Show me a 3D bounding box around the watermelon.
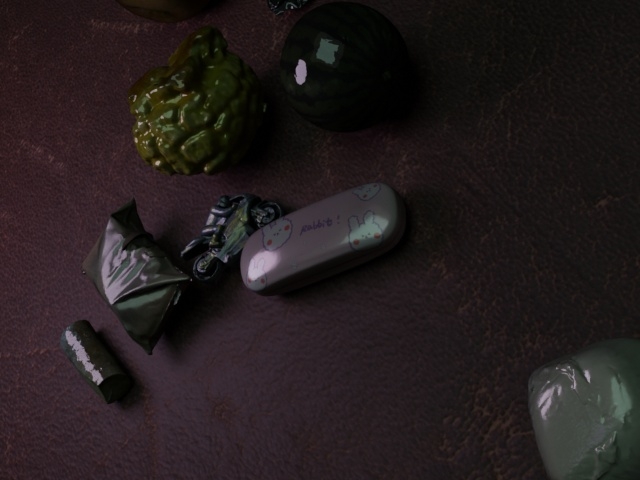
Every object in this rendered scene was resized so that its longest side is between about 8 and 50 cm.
[{"bbox_3d":[0.038,-0.273,1.755,0.212,0.212,0.212,-16,60,30],"label":"watermelon"}]

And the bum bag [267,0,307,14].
[{"bbox_3d":[-0.083,-0.482,2.048,0.087,0.049,0.197,-41,50,8],"label":"bum bag"}]

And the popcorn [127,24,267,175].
[{"bbox_3d":[-0.212,-0.237,1.907,0.237,0.206,0.251,-9,97,-2],"label":"popcorn"}]

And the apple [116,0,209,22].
[{"bbox_3d":[-0.310,-0.543,2.113,0.257,0.257,0.234,12,90,40],"label":"apple"}]

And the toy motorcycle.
[{"bbox_3d":[-0.154,-0.019,1.872,0.193,0.061,0.124,-39,57,8],"label":"toy motorcycle"}]

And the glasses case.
[{"bbox_3d":[0.000,0.000,1.739,0.297,0.075,0.113,-22,56,26],"label":"glasses case"}]

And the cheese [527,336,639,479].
[{"bbox_3d":[0.353,0.212,1.321,0.189,0.154,0.198,-42,51,39],"label":"cheese"}]

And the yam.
[{"bbox_3d":[-0.396,0.212,1.942,0.068,0.068,0.169,-51,48,6],"label":"yam"}]

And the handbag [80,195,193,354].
[{"bbox_3d":[-0.317,0.054,1.925,0.270,0.117,0.182,44,111,41],"label":"handbag"}]
